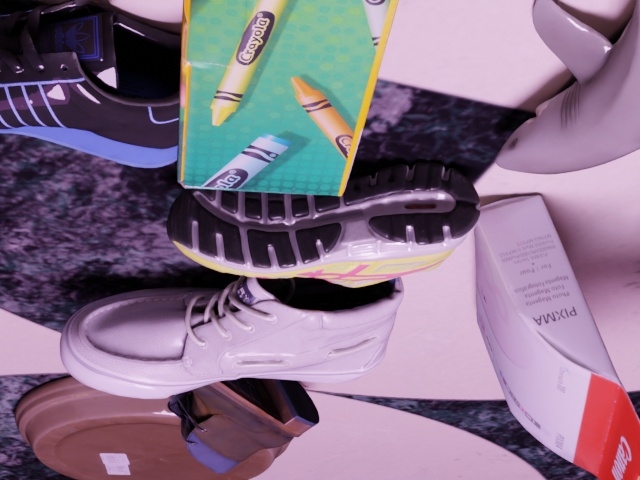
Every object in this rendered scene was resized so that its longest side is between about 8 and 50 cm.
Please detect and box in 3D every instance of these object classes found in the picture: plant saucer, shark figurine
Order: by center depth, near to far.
[{"bbox_3d":[0.170,-0.091,0.731,0.166,0.116,0.278,-6,154,8],"label":"shark figurine"},{"bbox_3d":[-0.162,0.196,1.358,0.277,0.041,0.278,0,153,0],"label":"plant saucer"}]

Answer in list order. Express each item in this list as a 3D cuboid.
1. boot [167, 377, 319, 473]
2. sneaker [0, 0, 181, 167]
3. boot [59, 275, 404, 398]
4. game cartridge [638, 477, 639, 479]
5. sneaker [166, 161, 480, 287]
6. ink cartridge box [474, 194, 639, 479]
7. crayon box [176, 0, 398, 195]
[{"bbox_3d":[-0.097,0.146,1.184,0.106,0.082,0.219,-38,141,13],"label":"boot"},{"bbox_3d":[-0.169,-0.099,0.761,0.232,0.081,0.090,4,150,-22],"label":"sneaker"},{"bbox_3d":[-0.066,0.052,1.044,0.258,0.095,0.123,-2,147,-13],"label":"boot"},{"bbox_3d":[0.401,0.083,0.965,0.285,0.053,0.323,-27,171,40],"label":"game cartridge"},{"bbox_3d":[0.000,0.000,0.938,0.208,0.081,0.094,1,154,-3],"label":"sneaker"},{"bbox_3d":[0.170,0.109,0.981,0.066,0.232,0.189,-13,151,-1],"label":"ink cartridge box"},{"bbox_3d":[-0.010,-0.156,0.548,0.081,0.165,0.278,3,152,-6],"label":"crayon box"}]
